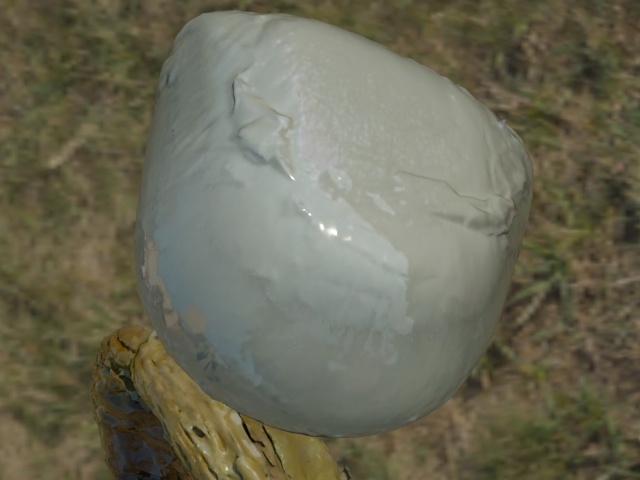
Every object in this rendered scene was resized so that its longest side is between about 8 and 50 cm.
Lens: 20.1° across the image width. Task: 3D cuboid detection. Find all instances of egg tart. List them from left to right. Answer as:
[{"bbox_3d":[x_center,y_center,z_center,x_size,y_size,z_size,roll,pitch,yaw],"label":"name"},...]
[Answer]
[{"bbox_3d":[-0.073,0.217,1.561,0.352,0.150,0.352,45,149,36],"label":"egg tart"}]

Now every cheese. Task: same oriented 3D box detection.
[{"bbox_3d":[0.000,0.000,0.871,0.154,0.198,0.189,123,164,-44],"label":"cheese"}]
